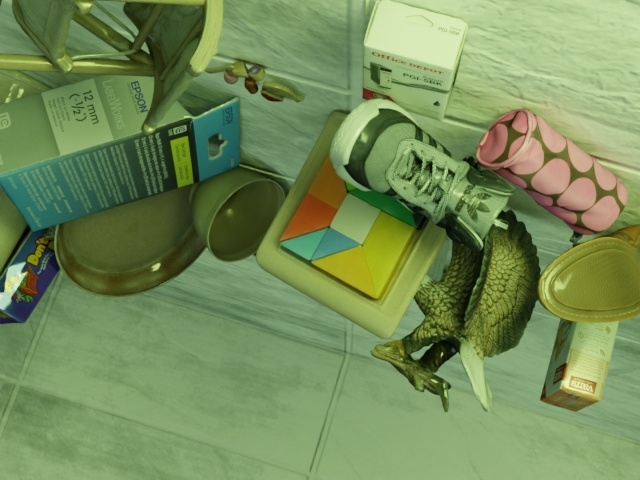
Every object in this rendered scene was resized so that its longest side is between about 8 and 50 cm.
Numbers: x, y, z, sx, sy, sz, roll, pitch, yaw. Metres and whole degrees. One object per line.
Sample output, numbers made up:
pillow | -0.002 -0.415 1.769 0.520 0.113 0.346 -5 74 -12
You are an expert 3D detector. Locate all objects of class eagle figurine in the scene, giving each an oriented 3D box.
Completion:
eagle figurine | 0.195 0.065 1.317 0.225 0.298 0.226 39 177 -6

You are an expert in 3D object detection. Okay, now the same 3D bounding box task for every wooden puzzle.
wooden puzzle | 0.050 -0.023 1.259 0.221 0.239 0.044 29 -174 19

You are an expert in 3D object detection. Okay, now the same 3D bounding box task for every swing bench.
swing bench | -0.245 -0.250 1.020 0.254 0.165 0.253 17 165 -19

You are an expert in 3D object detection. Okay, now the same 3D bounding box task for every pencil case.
pencil case | 0.276 -0.079 1.167 0.209 0.095 0.098 32 174 -35

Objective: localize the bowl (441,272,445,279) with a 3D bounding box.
bowl | 0.239 0.115 1.854 0.080 0.170 0.170 -30 154 5

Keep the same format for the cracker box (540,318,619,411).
cracker box | 0.414 0.141 1.508 0.067 0.232 0.156 16 165 6

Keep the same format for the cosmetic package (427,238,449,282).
cosmetic package | 0.110 0.007 1.606 0.085 0.117 0.231 3 160 43

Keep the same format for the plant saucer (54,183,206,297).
plant saucer | -0.321 -0.037 1.687 0.310 0.311 0.050 36 -172 -49

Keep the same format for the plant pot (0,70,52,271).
plant pot | -0.596 -0.110 1.623 0.333 0.306 0.334 17 165 5

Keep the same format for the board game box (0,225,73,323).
board game box | -0.506 -0.013 1.772 0.078 0.347 0.233 36 158 -22

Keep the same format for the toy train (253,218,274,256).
toy train | 0.000 0.000 1.761 0.248 0.105 0.143 26 150 -28

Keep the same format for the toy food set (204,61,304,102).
toy food set | -0.086 -0.208 1.252 0.078 0.019 0.122 2 166 46

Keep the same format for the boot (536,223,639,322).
boot | 0.354 0.041 1.289 0.283 0.109 0.220 -24 -177 -25

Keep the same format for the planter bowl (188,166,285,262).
planter bowl | -0.155 -0.059 1.635 0.109 0.162 0.162 39 179 35

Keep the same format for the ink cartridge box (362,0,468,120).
ink cartridge box | 0.097 -0.189 1.031 0.099 0.056 0.135 17 165 7

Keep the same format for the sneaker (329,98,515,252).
sneaker | 0.127 -0.068 1.072 0.153 0.101 0.268 33 -174 31

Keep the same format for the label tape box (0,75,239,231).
label tape box | -0.300 -0.146 1.437 0.347 0.115 0.249 -20 165 -10
